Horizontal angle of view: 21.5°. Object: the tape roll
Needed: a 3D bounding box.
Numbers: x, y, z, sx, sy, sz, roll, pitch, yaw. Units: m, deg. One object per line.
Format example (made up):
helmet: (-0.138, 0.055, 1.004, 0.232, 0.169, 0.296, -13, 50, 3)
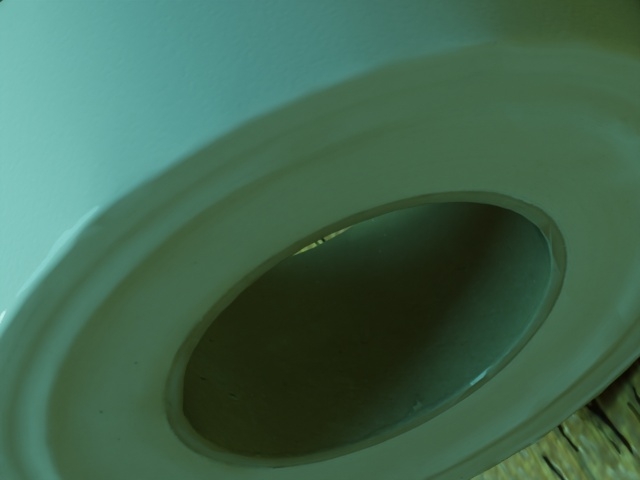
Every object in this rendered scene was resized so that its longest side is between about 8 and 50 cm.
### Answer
tape roll: (0.000, 0.000, 0.604, 0.100, 0.286, 0.286, 63, 144, 34)
